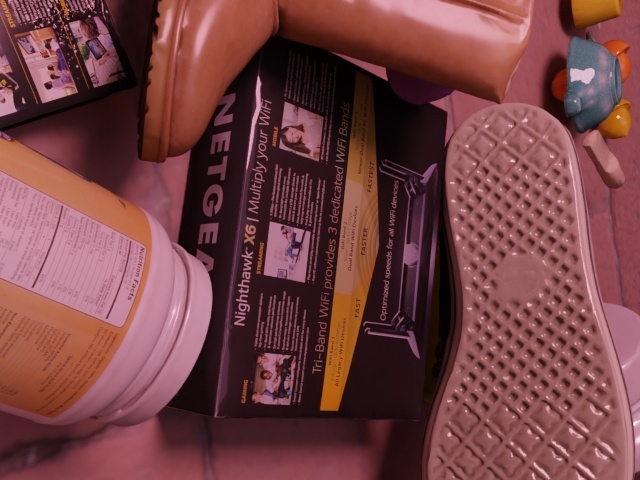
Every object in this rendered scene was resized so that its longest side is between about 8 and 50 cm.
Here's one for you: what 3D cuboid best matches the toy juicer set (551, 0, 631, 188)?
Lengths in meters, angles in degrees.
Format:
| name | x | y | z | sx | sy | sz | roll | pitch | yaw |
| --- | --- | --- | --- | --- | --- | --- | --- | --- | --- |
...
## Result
| name | x | y | z | sx | sy | sz | roll | pitch | yaw |
| --- | --- | --- | --- | --- | --- | --- | --- | --- | --- |
| toy juicer set | 0.384 | -0.196 | 1.017 | 0.209 | 0.090 | 0.329 | 51 | 47 | -45 |

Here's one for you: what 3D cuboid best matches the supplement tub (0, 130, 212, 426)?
| name | x | y | z | sx | sy | sz | roll | pitch | yaw |
| --- | --- | --- | --- | --- | --- | --- | --- | --- | --- |
| supplement tub | -0.178 | 0.022 | 0.414 | 0.200 | 0.144 | 0.144 | 33 | 66 | -39 |

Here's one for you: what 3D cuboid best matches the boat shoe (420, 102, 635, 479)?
| name | x | y | z | sx | sy | sz | roll | pitch | yaw |
| --- | --- | --- | --- | --- | --- | --- | --- | --- | --- |
| boat shoe | 0.196 | 0.117 | 0.702 | 0.156 | 0.187 | 0.499 | 41 | 48 | -67 |

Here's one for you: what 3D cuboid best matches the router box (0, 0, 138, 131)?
| name | x | y | z | sx | sy | sz | roll | pitch | yaw |
| --- | --- | --- | --- | --- | --- | --- | --- | --- | --- |
| router box | -0.213 | -0.165 | 0.458 | 0.133 | 0.046 | 0.178 | -31 | 109 | -40 |

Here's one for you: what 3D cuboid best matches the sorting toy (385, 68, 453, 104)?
| name | x | y | z | sx | sy | sz | roll | pitch | yaw |
| --- | --- | --- | --- | --- | --- | --- | --- | --- | --- |
| sorting toy | 0.038 | -0.298 | 0.651 | 0.365 | 0.127 | 0.126 | 61 | 26 | -6 |

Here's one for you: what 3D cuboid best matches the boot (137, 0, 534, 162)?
| name | x | y | z | sx | sy | sz | roll | pitch | yaw |
| --- | --- | --- | --- | --- | --- | --- | --- | --- | --- |
| boot | 0.018 | -0.145 | 0.513 | 0.270 | 0.089 | 0.236 | 12 | 81 | -15 |

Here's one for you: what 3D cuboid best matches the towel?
| name | x | y | z | sx | sy | sz | roll | pitch | yaw |
| --- | --- | --- | --- | --- | --- | --- | --- | --- | --- |
| towel | 0.143 | 0.065 | 0.808 | 0.102 | 0.021 | 0.237 | 30 | 68 | -38 |

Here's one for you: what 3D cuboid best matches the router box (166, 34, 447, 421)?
| name | x | y | z | sx | sy | sz | roll | pitch | yaw |
| --- | --- | --- | --- | --- | --- | --- | --- | --- | --- |
| router box | 0.000 | 0.000 | 0.630 | 0.243 | 0.081 | 0.308 | 15 | 77 | -43 |

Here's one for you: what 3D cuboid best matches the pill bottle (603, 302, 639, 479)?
| name | x | y | z | sx | sy | sz | roll | pitch | yaw |
| --- | --- | --- | --- | --- | --- | --- | --- | --- | --- |
| pill bottle | 0.351 | 0.269 | 0.872 | 0.204 | 0.204 | 0.361 | -39 | 114 | -38 |
